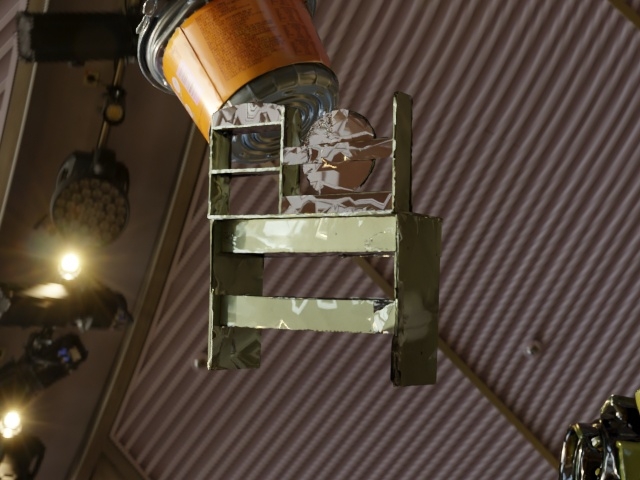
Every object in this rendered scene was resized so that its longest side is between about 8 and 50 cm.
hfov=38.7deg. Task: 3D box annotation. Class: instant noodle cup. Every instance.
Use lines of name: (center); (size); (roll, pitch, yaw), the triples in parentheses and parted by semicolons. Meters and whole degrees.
instant noodle cup: (-0.060, -0.151, 0.828); (0.208, 0.126, 0.177); (0, -37, -49)

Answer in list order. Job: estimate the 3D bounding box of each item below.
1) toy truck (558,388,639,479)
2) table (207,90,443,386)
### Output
toy truck: (0.180, 0.179, 0.375); (0.127, 0.257, 0.127); (8, -33, -1)
table: (0.000, 0.000, 0.586); (0.062, 0.146, 0.175); (8, -97, -55)
